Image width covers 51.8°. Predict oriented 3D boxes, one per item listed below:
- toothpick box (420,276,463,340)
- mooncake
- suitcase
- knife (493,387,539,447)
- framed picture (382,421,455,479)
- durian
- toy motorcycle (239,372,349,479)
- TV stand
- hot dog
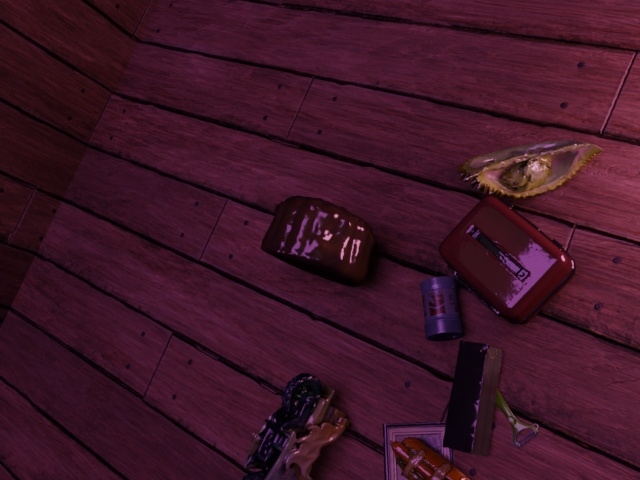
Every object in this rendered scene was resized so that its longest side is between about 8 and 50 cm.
[{"bbox_3d":[0.323,0.184,1.764,0.101,0.101,0.153,-15,66,25],"label":"toothpick box"},{"bbox_3d":[0.001,0.001,1.883,0.324,0.324,0.187,15,79,33],"label":"mooncake"},{"bbox_3d":[0.472,0.050,1.688,0.236,0.161,0.297,-49,57,8],"label":"suitcase"},{"bbox_3d":[0.469,0.426,1.642,0.078,0.022,0.166,-38,59,8],"label":"knife"},{"bbox_3d":[0.255,0.577,1.720,0.195,0.010,0.199,-11,68,27],"label":"framed picture"},{"bbox_3d":[0.527,-0.204,1.724,0.356,0.169,0.157,-13,68,0],"label":"durian"},{"bbox_3d":[-0.076,0.566,1.787,0.169,0.237,0.410,19,81,48],"label":"toy motorcycle"},{"bbox_3d":[0.383,0.394,1.659,0.088,0.083,0.269,-1,71,44],"label":"TV stand"},{"bbox_3d":[0.280,0.590,1.653,0.269,0.072,0.109,34,90,32],"label":"hot dog"}]
